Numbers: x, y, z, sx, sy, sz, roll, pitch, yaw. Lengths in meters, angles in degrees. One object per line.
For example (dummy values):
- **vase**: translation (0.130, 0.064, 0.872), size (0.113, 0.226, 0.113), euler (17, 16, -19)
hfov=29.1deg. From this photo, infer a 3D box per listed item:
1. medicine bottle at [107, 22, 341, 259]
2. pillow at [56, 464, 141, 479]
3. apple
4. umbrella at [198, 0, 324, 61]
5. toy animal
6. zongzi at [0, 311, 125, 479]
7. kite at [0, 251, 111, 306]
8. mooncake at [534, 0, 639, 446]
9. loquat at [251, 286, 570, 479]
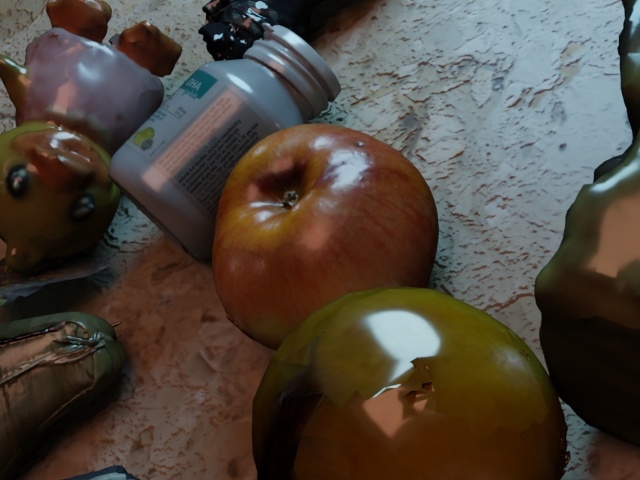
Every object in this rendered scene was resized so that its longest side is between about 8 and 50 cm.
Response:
- **medicine bottle**: translation (-0.085, -0.098, 1.168), size (0.215, 0.135, 0.135), euler (-47, 53, -7)
- **pillow**: translation (-0.246, 0.291, 1.031), size (0.335, 0.092, 0.161), euler (-19, 64, 12)
- **apple**: translation (0.000, 0.000, 1.052), size (0.209, 0.164, 0.209), euler (-13, 54, 19)
- **umbrella**: translation (-0.008, -0.273, 1.257), size (0.272, 0.110, 0.122), euler (-42, 92, -1)
- **toy animal**: translation (-0.258, -0.096, 1.235), size (0.169, 0.195, 0.281), euler (-45, 27, 54)
- **zongzi**: translation (-0.270, 0.169, 1.126), size (0.194, 0.099, 0.197), euler (-14, 75, 9)
- **kite**: translation (-0.322, 0.056, 1.174), size (0.141, 0.015, 0.245), euler (4, 26, 39)
- **mooncake**: translation (0.308, -0.062, 0.907), size (0.393, 0.246, 0.394), euler (-26, 57, 1)
- **loquat**: translation (0.062, 0.145, 0.894), size (0.235, 0.235, 0.235), euler (-12, 57, 18)
